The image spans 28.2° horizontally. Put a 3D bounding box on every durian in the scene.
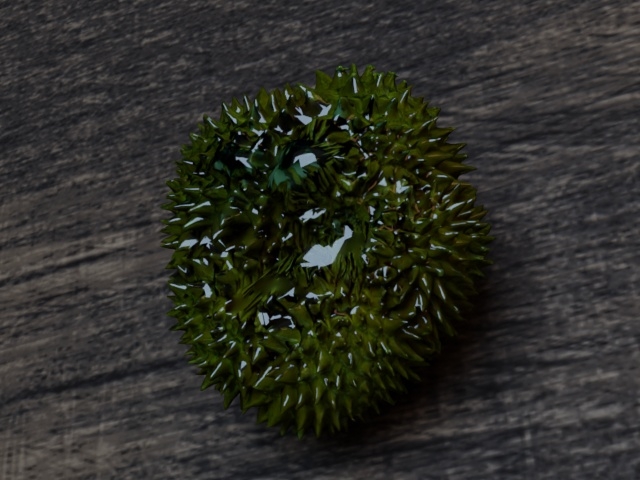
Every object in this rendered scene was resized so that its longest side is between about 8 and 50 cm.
[{"bbox_3d":[0.000,-0.001,0.989,0.291,0.225,0.291,4,99,25],"label":"durian"}]
